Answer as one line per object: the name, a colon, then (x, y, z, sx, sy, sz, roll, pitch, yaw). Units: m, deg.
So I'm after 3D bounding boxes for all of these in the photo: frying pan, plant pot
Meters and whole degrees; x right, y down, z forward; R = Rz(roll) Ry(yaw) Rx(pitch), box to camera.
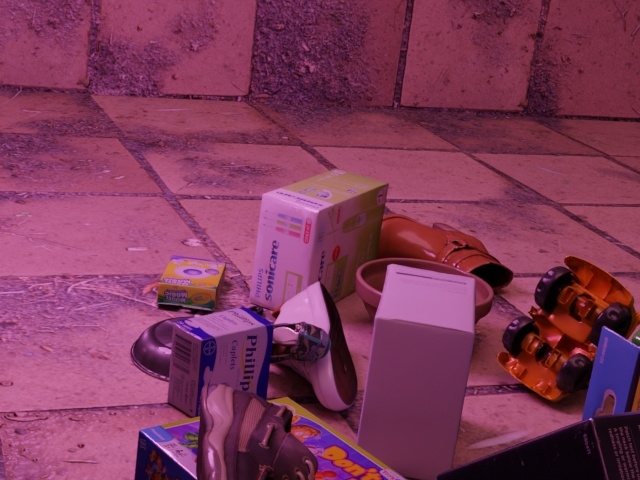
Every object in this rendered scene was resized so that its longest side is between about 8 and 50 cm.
frying pan: (-0.152, 0.158, 1.900, 0.326, 0.053, 0.197, -15, 30, -43)
plant pot: (0.171, 0.119, 2.042, 0.237, 0.109, 0.237, 8, 18, -3)

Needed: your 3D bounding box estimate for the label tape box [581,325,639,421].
label tape box: (0.484, 0.277, 1.469, 0.115, 0.249, 0.348, -5, 22, -33)

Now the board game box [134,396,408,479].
board game box: (-0.033, 0.312, 1.421, 0.233, 0.078, 0.347, -7, 23, -39)

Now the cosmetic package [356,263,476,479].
cosmetic package: (0.135, 0.180, 1.657, 0.138, 0.224, 0.224, 10, 18, 6)

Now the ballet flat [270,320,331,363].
ballet flat: (-0.062, 0.146, 1.771, 0.070, 0.070, 0.188, -8, -3, -39)

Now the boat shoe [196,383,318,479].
boat shoe: (-0.064, 0.252, 1.256, 0.130, 0.132, 0.355, 2, 22, -7)

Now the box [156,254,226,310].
box: (-0.229, 0.077, 2.110, 0.105, 0.043, 0.179, 7, 20, -1)

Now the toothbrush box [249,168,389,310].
toothbrush box: (0.000, 0.000, 2.177, 0.122, 0.206, 0.283, 18, 20, 26)

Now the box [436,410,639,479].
box: (0.332, 0.288, 1.272, 0.294, 0.182, 0.296, -1, -20, -28)

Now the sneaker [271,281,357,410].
sneaker: (-0.020, 0.183, 1.842, 0.123, 0.106, 0.290, -27, 27, 7)

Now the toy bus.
toy bus: (0.421, 0.163, 1.948, 0.149, 0.220, 0.211, 37, 1, 34)

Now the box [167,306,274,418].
box: (-0.143, 0.175, 1.712, 0.137, 0.126, 0.072, -11, 24, -43)

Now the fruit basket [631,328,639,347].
fruit basket: (0.699, 0.216, 1.780, 0.392, 0.282, 0.392, -7, 27, 4)

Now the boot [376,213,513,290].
boot: (0.221, 0.040, 2.348, 0.284, 0.109, 0.220, 4, 21, -34)
